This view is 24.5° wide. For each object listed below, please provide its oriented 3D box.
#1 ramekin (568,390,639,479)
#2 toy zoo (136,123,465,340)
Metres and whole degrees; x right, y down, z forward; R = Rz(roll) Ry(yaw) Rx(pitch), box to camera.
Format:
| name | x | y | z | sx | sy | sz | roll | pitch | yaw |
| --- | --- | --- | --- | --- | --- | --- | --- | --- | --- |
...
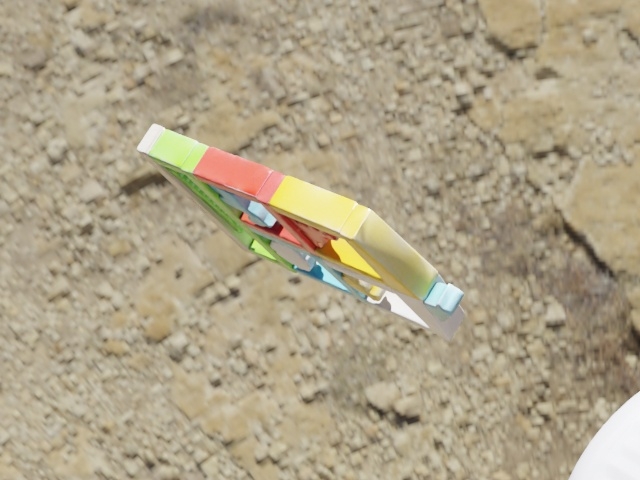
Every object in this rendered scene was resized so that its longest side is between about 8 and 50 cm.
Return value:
| name | x | y | z | sx | sy | sz | roll | pitch | yaw |
| --- | --- | --- | --- | --- | --- | --- | --- | --- | --- |
| ramekin | 0.298 | 0.218 | 0.970 | 0.273 | 0.273 | 0.127 | -34 | 16 | -8 |
| toy zoo | 0.000 | 0.000 | 1.225 | 0.293 | 0.192 | 0.030 | 22 | 75 | 38 |
